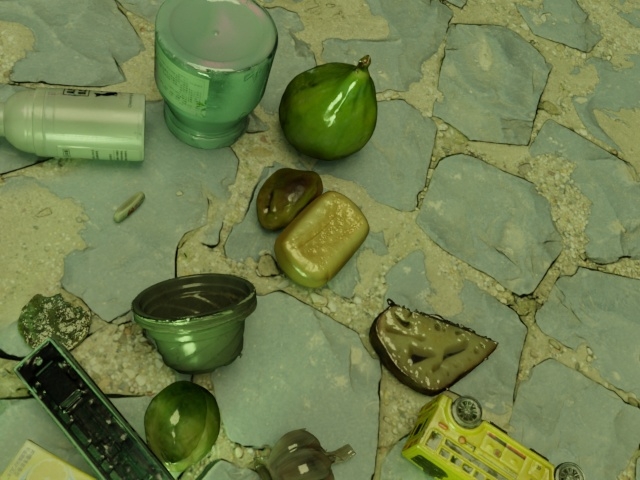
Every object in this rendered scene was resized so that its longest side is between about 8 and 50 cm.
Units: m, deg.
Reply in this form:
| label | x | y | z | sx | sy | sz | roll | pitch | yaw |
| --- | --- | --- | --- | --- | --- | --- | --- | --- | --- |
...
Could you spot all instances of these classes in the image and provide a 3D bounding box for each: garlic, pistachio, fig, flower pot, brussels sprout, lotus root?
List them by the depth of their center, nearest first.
| label | x | y | z | sx | sy | sz | roll | pitch | yaw |
| --- | --- | --- | --- | --- | --- | --- | --- | --- | --- |
| brussels sprout | -0.246 | 0.325 | 1.229 | 0.118 | 0.155 | 0.155 | 14 | 53 | 35 |
| garlic | -0.012 | 0.409 | 1.254 | 0.194 | 0.127 | 0.131 | 0 | 58 | -32 |
| flower pot | -0.224 | 0.158 | 1.285 | 0.236 | 0.235 | 0.140 | -14 | 109 | -20 |
| lotus root | 0.222 | 0.229 | 1.425 | 0.261 | 0.074 | 0.170 | 26 | 61 | -2 |
| pistachio | -0.070 | -0.104 | 1.506 | 0.110 | 0.100 | 0.189 | 41 | 62 | 12 |
| fig | 0.011 | -0.299 | 1.524 | 0.233 | 0.314 | 0.233 | -1 | 82 | 8 |

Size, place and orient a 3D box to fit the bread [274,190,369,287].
| label | x | y | z | sx | sy | sz | roll | pitch | yaw |
| --- | --- | --- | --- | --- | --- | --- | --- | --- | --- |
| bread | 0.000 | 0.000 | 1.469 | 0.147 | 0.098 | 0.217 | 48 | 60 | -2 |

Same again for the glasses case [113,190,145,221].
| label | x | y | z | sx | sy | sz | roll | pitch | yaw |
| --- | --- | --- | --- | --- | --- | --- | --- | --- | --- |
| glasses case | -0.397 | -0.070 | 1.444 | 0.021 | 0.032 | 0.083 | 36 | 60 | 10 |

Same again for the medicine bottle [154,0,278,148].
| label | x | y | z | sx | sy | sz | roll | pitch | yaw |
| --- | --- | --- | --- | --- | --- | --- | --- | --- | --- |
| medicine bottle | -0.231 | -0.353 | 1.485 | 0.245 | 0.290 | 0.244 | 5 | 61 | -10 |

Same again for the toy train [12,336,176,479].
| label | x | y | z | sx | sy | sz | roll | pitch | yaw |
| --- | --- | --- | --- | --- | --- | --- | --- | --- | --- |
| toy train | -0.360 | 0.335 | 1.170 | 0.086 | 0.088 | 0.407 | -43 | 67 | -14 |

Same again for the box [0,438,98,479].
| label | x | y | z | sx | sy | sz | roll | pitch | yaw |
| --- | --- | --- | --- | --- | --- | --- | --- | --- | --- |
| box | -0.478 | 0.477 | 1.106 | 0.168 | 0.097 | 0.265 | 30 | 60 | 3 |

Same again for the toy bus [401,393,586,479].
| label | x | y | z | sx | sy | sz | roll | pitch | yaw |
| --- | --- | --- | --- | --- | --- | --- | --- | --- | --- |
| toy bus | 0.328 | 0.432 | 1.308 | 0.330 | 0.144 | 0.152 | 33 | 63 | 6 |

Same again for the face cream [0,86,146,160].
| label | x | y | z | sx | sy | sz | roll | pitch | yaw |
| --- | --- | --- | --- | --- | --- | --- | --- | --- | --- |
| face cream | -0.551 | -0.243 | 1.428 | 0.370 | 0.145 | 0.145 | 1 | 63 | -15 |

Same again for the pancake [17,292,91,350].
| label | x | y | z | sx | sy | sz | roll | pitch | yaw |
| --- | --- | --- | --- | --- | --- | --- | --- | --- | --- |
| pancake | -0.504 | 0.157 | 1.306 | 0.130 | 0.022 | 0.116 | 29 | 63 | 1 |
